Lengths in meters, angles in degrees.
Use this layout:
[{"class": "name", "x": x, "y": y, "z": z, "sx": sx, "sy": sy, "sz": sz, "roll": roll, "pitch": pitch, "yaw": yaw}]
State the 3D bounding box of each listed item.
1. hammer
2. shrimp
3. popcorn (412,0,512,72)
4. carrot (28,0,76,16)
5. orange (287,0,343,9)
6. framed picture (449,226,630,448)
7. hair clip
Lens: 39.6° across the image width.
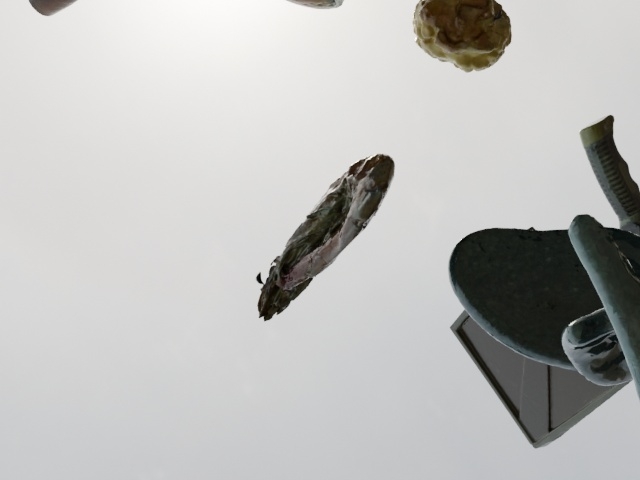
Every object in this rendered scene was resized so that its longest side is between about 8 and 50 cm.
[{"class": "hammer", "x": 0.433, "y": -0.064, "z": 1.263, "sx": 0.158, "sy": 0.041, "sz": 0.227, "roll": -27, "pitch": -87, "yaw": -45}, {"class": "shrimp", "x": 0.000, "y": 0.000, "z": 0.759, "sx": 0.042, "sy": 0.190, "sz": 0.101, "roll": 34, "pitch": -157, "yaw": -15}, {"class": "popcorn", "x": 0.240, "y": -0.362, "z": 1.507, "sx": 0.180, "sy": 0.170, "sz": 0.180, "roll": 8, "pitch": -113, "yaw": -20}, {"class": "carrot", "x": -0.348, "y": -0.399, "z": 1.303, "sx": 0.067, "sy": 0.225, "sz": 0.067, "roll": 21, "pitch": -120, "yaw": -41}, {"class": "orange", "x": -0.060, "y": -0.505, "z": 1.365, "sx": 0.335, "sy": 0.196, "sz": 0.262, "roll": 58, "pitch": -159, "yaw": -10}, {"class": "framed picture", "x": 0.242, "y": 0.121, "z": 1.006, "sx": 0.023, "sy": 0.260, "sz": 0.189, "roll": -26, "pitch": -111, "yaw": -24}, {"class": "hair clip", "x": 0.303, "y": 0.064, "z": 0.570, "sx": 0.318, "sy": 0.238, "sz": 0.392, "roll": -20, "pitch": -117, "yaw": -7}]
